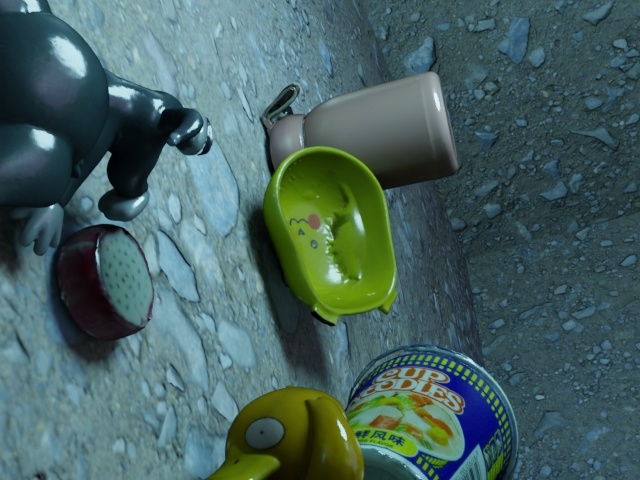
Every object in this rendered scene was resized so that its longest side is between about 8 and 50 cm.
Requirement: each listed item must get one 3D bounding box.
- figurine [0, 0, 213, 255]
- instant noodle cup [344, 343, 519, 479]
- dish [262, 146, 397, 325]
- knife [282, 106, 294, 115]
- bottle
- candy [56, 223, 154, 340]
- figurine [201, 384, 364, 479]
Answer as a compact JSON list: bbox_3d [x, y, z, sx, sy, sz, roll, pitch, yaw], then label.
[{"bbox_3d":[-0.184,-0.085,0.590,0.265,0.140,0.193,9,75,-40],"label":"figurine"},{"bbox_3d":[0.113,0.319,1.043,0.312,0.284,0.284,-21,95,-66],"label":"instant noodle cup"},{"bbox_3d":[0.000,0.000,1.133,0.221,0.108,0.263,-9,82,-43],"label":"dish"},{"bbox_3d":[-0.033,-0.138,1.387,0.060,0.028,0.230,-70,145,-45],"label":"knife"},{"bbox_3d":[0.062,-0.177,1.245,0.173,0.296,0.207,-53,130,-71],"label":"bottle"},{"bbox_3d":[-0.184,0.036,0.661,0.103,0.043,0.103,-17,90,-74],"label":"candy"},{"bbox_3d":[-0.031,0.262,0.694,0.228,0.215,0.215,63,16,3],"label":"figurine"}]
